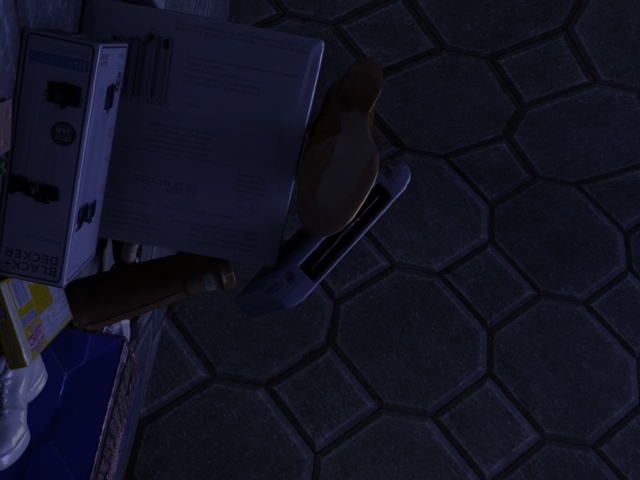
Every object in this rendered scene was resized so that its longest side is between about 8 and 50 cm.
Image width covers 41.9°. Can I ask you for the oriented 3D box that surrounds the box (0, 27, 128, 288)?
[{"bbox_3d":[-0.313,-0.105,1.019,0.169,0.087,0.290,-97,-162,-76],"label":"box"}]

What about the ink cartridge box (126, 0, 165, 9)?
[{"bbox_3d":[-0.263,-0.511,1.277,0.296,0.066,0.261,-141,-117,-85],"label":"ink cartridge box"}]

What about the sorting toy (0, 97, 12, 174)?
[{"bbox_3d":[-0.341,-0.107,0.886,0.062,0.012,0.083,-108,-154,-71],"label":"sorting toy"}]

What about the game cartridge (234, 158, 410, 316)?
[{"bbox_3d":[0.000,0.000,1.286,0.297,0.062,0.198,-47,-174,-22],"label":"game cartridge"}]

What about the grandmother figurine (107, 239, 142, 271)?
[{"bbox_3d":[-0.369,-0.023,1.626,0.208,0.104,0.342,-99,-161,-62],"label":"grandmother figurine"}]

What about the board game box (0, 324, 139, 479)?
[{"bbox_3d":[-0.383,0.277,1.287,0.291,0.141,0.232,112,-11,-69],"label":"board game box"}]

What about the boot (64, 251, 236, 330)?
[{"bbox_3d":[-0.300,0.052,1.432,0.236,0.269,0.089,-135,-149,-64],"label":"boot"}]

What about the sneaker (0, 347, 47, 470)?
[{"bbox_3d":[-0.384,0.182,0.998,0.212,0.080,0.094,-102,-169,-62],"label":"sneaker"}]

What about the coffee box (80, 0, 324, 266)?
[{"bbox_3d":[-0.194,-0.180,1.334,0.334,0.338,0.338,-96,-163,-78],"label":"coffee box"}]

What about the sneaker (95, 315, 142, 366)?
[{"bbox_3d":[-0.416,0.210,1.545,0.112,0.121,0.299,-44,161,-39],"label":"sneaker"}]

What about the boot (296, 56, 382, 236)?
[{"bbox_3d":[0.018,-0.112,1.253,0.211,0.104,0.295,126,-18,-68],"label":"boot"}]

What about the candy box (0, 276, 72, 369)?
[{"bbox_3d":[-0.365,0.081,1.060,0.206,0.027,0.105,-101,179,-79],"label":"candy box"}]
